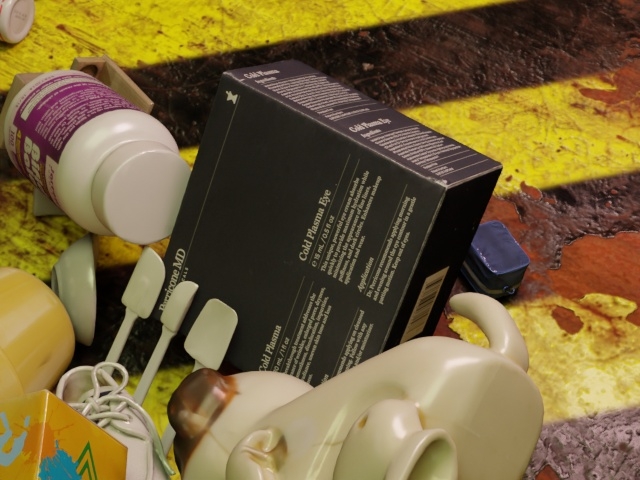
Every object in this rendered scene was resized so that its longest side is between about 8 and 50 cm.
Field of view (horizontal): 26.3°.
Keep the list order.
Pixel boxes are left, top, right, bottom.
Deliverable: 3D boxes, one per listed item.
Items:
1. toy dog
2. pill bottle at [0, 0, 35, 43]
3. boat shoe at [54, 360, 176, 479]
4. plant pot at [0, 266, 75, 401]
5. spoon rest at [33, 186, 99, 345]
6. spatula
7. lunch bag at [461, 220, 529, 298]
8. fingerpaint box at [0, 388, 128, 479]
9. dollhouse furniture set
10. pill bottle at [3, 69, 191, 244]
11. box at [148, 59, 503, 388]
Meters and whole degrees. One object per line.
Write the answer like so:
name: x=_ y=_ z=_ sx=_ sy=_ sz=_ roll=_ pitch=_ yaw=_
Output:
toy dog: x=0.009 y=0.232 z=1.438 sx=0.408 sy=0.285 sz=0.395 roll=-6 pitch=67 yaw=41
pill bottle: x=-0.530 y=-0.364 z=2.119 sx=0.160 sy=0.087 sz=0.087 roll=18 pitch=60 yaw=15
boat shoe: x=-0.246 y=0.218 z=1.558 sx=0.136 sy=0.156 sz=0.367 roll=-11 pitch=15 yaw=-11
plant pot: x=-0.432 y=0.156 z=1.672 sx=0.254 sy=0.254 sz=0.239 roll=22 pitch=33 yaw=17
spoon rest: x=-0.324 y=0.023 z=1.837 sx=0.084 sy=0.137 sz=0.276 roll=-5 pitch=42 yaw=-20
spatula: x=-0.202 y=0.150 z=1.698 sx=0.168 sy=0.242 sz=0.019 roll=33 pitch=20 yaw=21
lunch bag: x=0.228 y=0.032 z=1.818 sx=0.067 sy=0.065 sz=0.098 roll=-15 pitch=54 yaw=-25
fingerpaint box: x=-0.424 y=0.383 z=1.351 sx=0.445 sy=0.163 sz=0.371 roll=-16 pitch=53 yaw=20
dollhouse furniture set: x=-0.351 y=-0.168 z=1.944 sx=0.151 sy=0.144 sz=0.123 roll=-10 pitch=47 yaw=-48
pill bottle: x=-0.284 y=-0.104 z=1.776 sx=0.169 sy=0.169 sz=0.301 roll=-33 pitch=35 yaw=-17
box: x=0.000 y=0.000 z=1.673 sx=0.313 sy=0.343 sz=0.179 roll=29 pitch=24 yaw=20
